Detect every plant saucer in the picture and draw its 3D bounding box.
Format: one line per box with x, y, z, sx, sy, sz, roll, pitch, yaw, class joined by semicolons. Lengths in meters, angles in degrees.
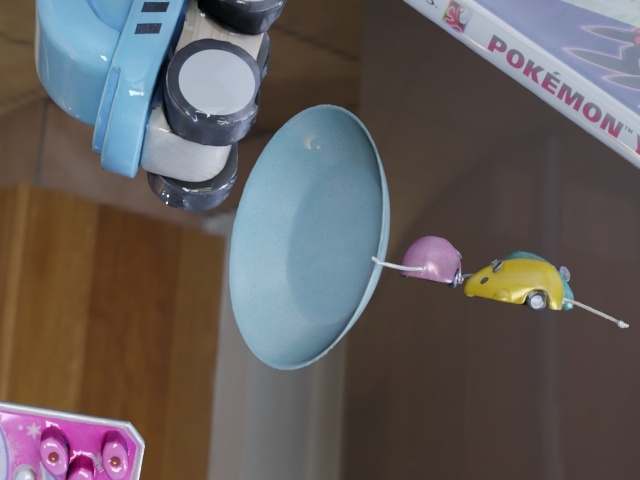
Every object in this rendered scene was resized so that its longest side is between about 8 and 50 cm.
0.000;0.000;1.228;0.037;0.195;0.195;13;161;-34;plant saucer

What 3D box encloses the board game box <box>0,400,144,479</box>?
-0.346;0.291;1.179;0.389;0.390;0.050;10;-175;-6;board game box

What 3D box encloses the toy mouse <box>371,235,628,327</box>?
0.109;0.019;1.104;0.161;0.031;0.143;11;-177;-5;toy mouse

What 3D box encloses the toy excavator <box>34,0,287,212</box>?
-0.257;-0.299;1.896;0.445;0.433;0.222;16;155;-5;toy excavator

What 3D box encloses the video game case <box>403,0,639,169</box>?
0.141;-0.103;0.733;0.201;0.183;0.023;-29;150;-45;video game case
